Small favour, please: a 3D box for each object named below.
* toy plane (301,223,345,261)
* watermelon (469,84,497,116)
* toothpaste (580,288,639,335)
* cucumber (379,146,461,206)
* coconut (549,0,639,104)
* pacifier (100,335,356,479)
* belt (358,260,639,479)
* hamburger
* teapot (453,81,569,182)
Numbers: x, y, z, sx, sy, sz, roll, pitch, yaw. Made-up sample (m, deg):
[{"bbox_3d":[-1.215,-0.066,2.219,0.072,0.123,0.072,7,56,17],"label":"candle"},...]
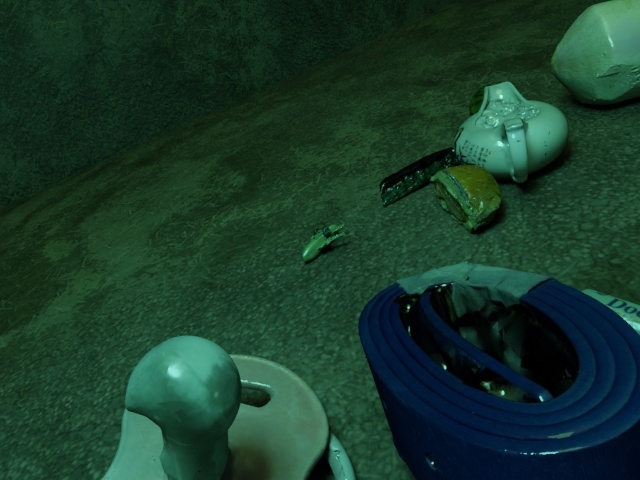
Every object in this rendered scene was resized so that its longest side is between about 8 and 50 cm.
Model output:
[{"bbox_3d":[0.000,0.000,0.929,0.111,0.040,0.102,-39,15,-31],"label":"toy plane"},{"bbox_3d":[0.400,-0.314,1.134,0.108,0.109,0.109,-16,30,9],"label":"watermelon"},{"bbox_3d":[0.372,0.101,0.527,0.067,0.037,0.255,-31,34,-27],"label":"toothpaste"},{"bbox_3d":[0.209,-0.145,1.033,0.219,0.046,0.070,-27,22,-9],"label":"cucumber"},{"bbox_3d":[0.612,-0.390,1.018,0.233,0.224,0.224,-18,29,3],"label":"coconut"},{"bbox_3d":[-0.115,0.222,0.466,0.220,0.273,0.332,-27,24,25],"label":"pacifier"},{"bbox_3d":[0.159,0.124,0.459,0.212,0.117,0.347,-21,13,-5],"label":"belt"},{"bbox_3d":[0.272,-0.093,0.858,0.102,0.087,0.176,-23,27,0],"label":"hamburger"},{"bbox_3d":[0.363,-0.202,0.920,0.208,0.166,0.300,-1,23,11],"label":"teapot"}]
